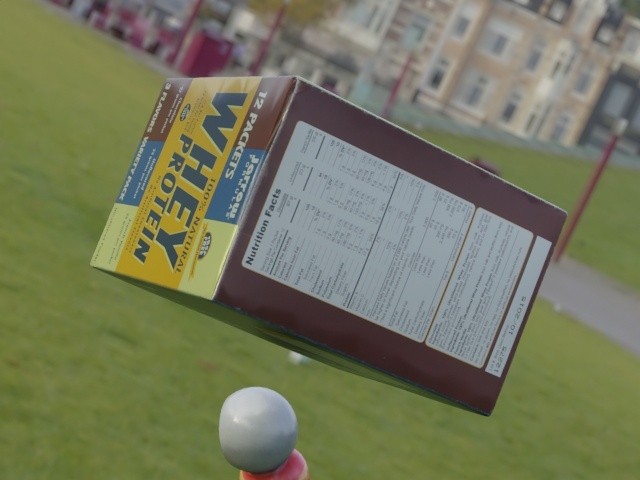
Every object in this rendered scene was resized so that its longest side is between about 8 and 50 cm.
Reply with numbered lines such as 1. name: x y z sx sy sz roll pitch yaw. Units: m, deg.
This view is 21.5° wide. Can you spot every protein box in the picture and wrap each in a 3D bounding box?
1. protein box: 0.000 0.000 1.047 0.201 0.136 0.200 25 -7 -27

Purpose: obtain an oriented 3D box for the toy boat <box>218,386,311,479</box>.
1. toy boat: 0.015 0.237 1.251 0.318 0.267 0.148 44 -23 50
